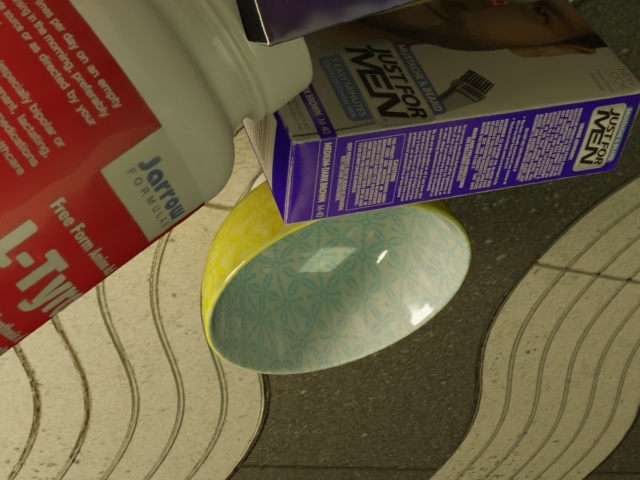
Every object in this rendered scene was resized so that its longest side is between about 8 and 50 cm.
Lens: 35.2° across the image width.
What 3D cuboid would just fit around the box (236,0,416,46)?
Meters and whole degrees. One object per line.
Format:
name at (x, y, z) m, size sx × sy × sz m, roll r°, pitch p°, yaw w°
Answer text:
box at (0.008, -0.276, 0.636) m, size 0.184 × 0.103 × 0.261 m, roll -20°, pitch 106°, yaw -8°

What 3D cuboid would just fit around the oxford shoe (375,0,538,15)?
oxford shoe at (0.148, -0.248, 0.901) m, size 0.348 × 0.123 × 0.130 m, roll -17°, pitch 146°, yaw -6°

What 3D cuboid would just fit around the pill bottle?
pill bottle at (-0.217, -0.072, 0.764) m, size 0.408 × 0.229 × 0.229 m, roll -37°, pitch 142°, yaw -9°

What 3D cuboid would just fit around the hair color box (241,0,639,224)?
hair color box at (0.104, -0.136, 0.951) m, size 0.339 × 0.185 × 0.110 m, roll -9°, pitch 138°, yaw -17°

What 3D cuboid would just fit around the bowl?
bowl at (0.000, 0.000, 1.071) m, size 0.289 × 0.156 × 0.289 m, roll -14°, pitch 145°, yaw -10°
